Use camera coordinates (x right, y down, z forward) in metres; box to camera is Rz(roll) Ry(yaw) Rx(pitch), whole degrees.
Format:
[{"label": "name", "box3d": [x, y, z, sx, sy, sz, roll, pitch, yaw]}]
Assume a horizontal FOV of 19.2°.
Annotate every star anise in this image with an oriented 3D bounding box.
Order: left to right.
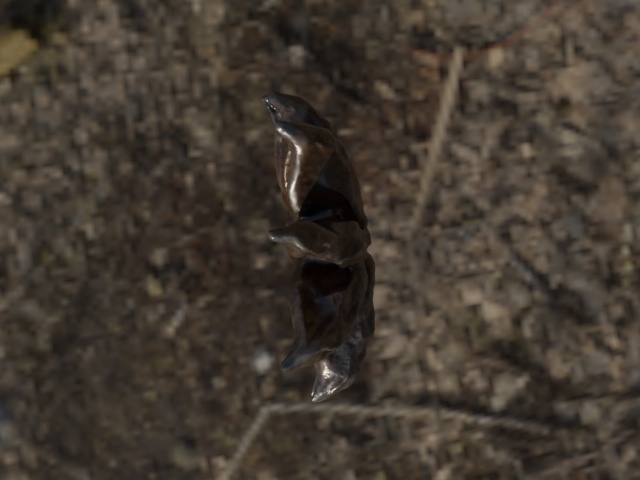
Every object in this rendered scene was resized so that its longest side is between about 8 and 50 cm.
[{"label": "star anise", "box3d": [0.001, -0.001, 0.827, 0.141, 0.042, 0.141, -8, -90, -85]}]
